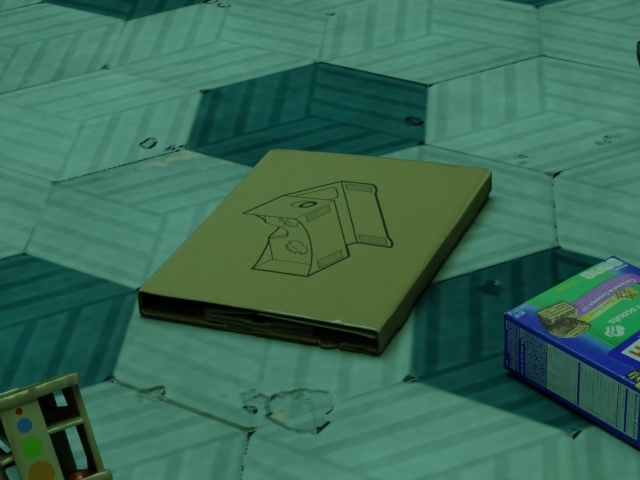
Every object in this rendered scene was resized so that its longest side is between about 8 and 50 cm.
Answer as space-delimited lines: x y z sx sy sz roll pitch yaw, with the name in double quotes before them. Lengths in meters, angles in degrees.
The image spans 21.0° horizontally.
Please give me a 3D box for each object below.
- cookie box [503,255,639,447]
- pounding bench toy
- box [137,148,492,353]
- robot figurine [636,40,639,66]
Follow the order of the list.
"cookie box" 0.169 0.058 0.948 0.092 0.040 0.107 -25 35 -31
"pounding bench toy" -0.149 0.109 0.906 0.052 0.065 0.083 -19 1 -20
"box" 0.000 0.000 1.102 0.164 0.021 0.201 8 33 23
"robot figurine" 0.359 -0.125 1.149 0.291 0.085 0.211 5 21 40
